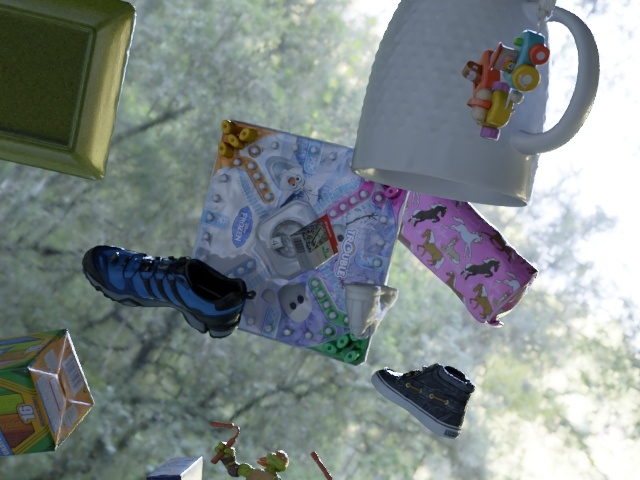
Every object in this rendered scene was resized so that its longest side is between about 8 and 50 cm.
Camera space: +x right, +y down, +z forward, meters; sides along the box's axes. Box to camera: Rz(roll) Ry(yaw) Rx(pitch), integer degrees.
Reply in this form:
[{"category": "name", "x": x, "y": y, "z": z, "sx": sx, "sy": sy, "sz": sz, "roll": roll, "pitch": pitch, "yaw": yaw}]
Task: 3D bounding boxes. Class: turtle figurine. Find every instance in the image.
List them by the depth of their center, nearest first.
[{"category": "turtle figurine", "x": -0.122, "y": 0.422, "z": 1.712, "sx": 0.270, "sy": 0.217, "sz": 0.087, "roll": 23, "pitch": -29, "yaw": 30}]

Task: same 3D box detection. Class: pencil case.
[{"category": "pencil case", "x": 0.285, "y": 0.009, "z": 2.217, "sx": 0.386, "sy": 0.160, "sz": 0.167, "roll": 43, "pitch": -48, "yaw": 14}]

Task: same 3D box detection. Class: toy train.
[{"category": "toy train", "x": 0.174, "y": -0.173, "z": 1.012, "sx": 0.046, "sy": 0.125, "sz": 0.166, "roll": 14, "pitch": -26, "yaw": -9}]

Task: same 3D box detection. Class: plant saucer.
[{"category": "plant saucer", "x": -0.296, "y": -0.165, "z": 1.034, "sx": 0.188, "sy": 0.188, "sz": 0.045, "roll": 12, "pitch": 12, "yaw": -6}]

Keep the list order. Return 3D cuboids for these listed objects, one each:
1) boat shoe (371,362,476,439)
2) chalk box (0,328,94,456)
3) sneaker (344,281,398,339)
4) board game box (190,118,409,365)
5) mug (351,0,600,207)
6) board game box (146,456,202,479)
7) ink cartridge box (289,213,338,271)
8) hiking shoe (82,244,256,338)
[{"category": "boat shoe", "x": 0.146, "y": 0.200, "z": 1.436, "sx": 0.065, "sy": 0.083, "sz": 0.183, "roll": 19, "pitch": 6, "yaw": -37}, {"category": "chalk box", "x": -0.621, "y": 0.301, "z": 1.984, "sx": 0.289, "sy": 0.180, "sz": 0.179, "roll": -11, "pitch": 17, "yaw": 16}, {"category": "sneaker", "x": 0.077, "y": 0.117, "z": 1.704, "sx": 0.080, "sy": 0.094, "sz": 0.212, "roll": 4, "pitch": 0, "yaw": 16}, {"category": "board game box", "x": -0.057, "y": -0.002, "z": 1.926, "sx": 0.390, "sy": 0.389, "sz": 0.050, "roll": 15, "pitch": 3, "yaw": 19}, {"category": "mug", "x": 0.243, "y": -0.232, "z": 1.518, "sx": 0.276, "sy": 0.328, "sz": 0.374, "roll": 13, "pitch": -2, "yaw": -42}, {"category": "board game box", "x": -0.239, "y": 0.450, "z": 1.743, "sx": 0.060, "sy": 0.194, "sz": 0.194, "roll": -2, "pitch": 11, "yaw": 4}, {"category": "ink cartridge box", "x": 0.000, "y": 0.000, "z": 1.671, "sx": 0.029, "sy": 0.115, "sz": 0.062, "roll": -11, "pitch": -76, "yaw": 37}, {"category": "hiking shoe", "x": -0.270, "y": 0.062, "z": 1.836, "sx": 0.304, "sy": 0.113, "sz": 0.132, "roll": 20, "pitch": -44, "yaw": -9}]
